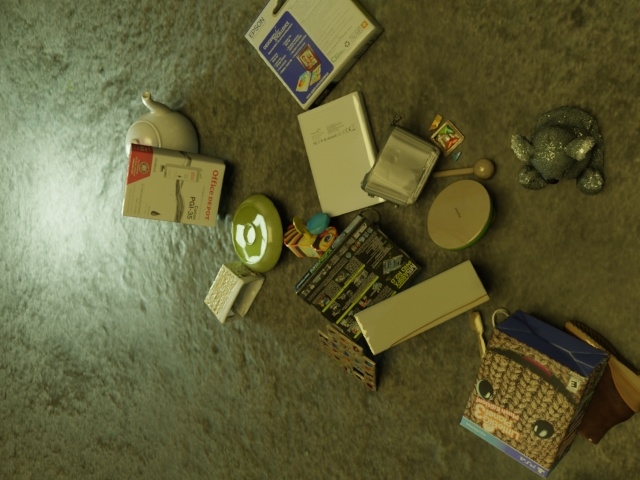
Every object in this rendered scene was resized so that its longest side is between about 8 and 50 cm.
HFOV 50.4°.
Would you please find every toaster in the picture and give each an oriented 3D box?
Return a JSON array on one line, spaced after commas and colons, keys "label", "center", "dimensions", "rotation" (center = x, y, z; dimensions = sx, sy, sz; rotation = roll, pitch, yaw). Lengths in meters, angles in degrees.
[{"label": "toaster", "center": [0.212, -0.195, 1.740], "dimensions": [0.147, 0.129, 0.226], "rotation": [27, 101, 7]}]

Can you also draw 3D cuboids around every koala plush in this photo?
[{"label": "koala plush", "center": [0.522, -0.202, 1.505], "dimensions": [0.196, 0.221, 0.203], "rotation": [8, 100, 31]}]

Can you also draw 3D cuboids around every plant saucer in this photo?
[{"label": "plant saucer", "center": [-0.200, -0.020, 2.036], "dimensions": [0.241, 0.037, 0.240], "rotation": [8, 100, 49]}]

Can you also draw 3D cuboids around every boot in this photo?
[{"label": "boot", "center": [0.619, 0.333, 1.593], "dimensions": [0.248, 0.090, 0.206], "rotation": [44, 114, 15]}]

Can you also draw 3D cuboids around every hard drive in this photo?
[{"label": "hard drive", "center": [0.062, -0.232, 1.888], "dimensions": [0.203, 0.040, 0.307], "rotation": [-16, 88, 32]}]

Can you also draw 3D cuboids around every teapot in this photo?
[{"label": "teapot", "center": [-0.527, -0.296, 2.153], "dimensions": [0.253, 0.187, 0.255], "rotation": [-32, 81, 31]}]

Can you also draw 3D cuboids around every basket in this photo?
[{"label": "basket", "center": [-0.269, 0.155, 2.098], "dimensions": [0.103, 0.113, 0.167], "rotation": [39, 114, 24]}]

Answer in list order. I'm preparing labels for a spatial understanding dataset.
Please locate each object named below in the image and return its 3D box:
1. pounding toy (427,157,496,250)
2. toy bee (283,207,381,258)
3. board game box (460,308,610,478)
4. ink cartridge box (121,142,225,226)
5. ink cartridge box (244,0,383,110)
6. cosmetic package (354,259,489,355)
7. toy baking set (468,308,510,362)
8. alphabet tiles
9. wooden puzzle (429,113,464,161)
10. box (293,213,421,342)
[{"label": "pounding toy", "center": [0.373, -0.072, 1.701], "dimensions": [0.183, 0.110, 0.236], "rotation": [-15, 59, 43]}, {"label": "toy bee", "center": [0.000, 0.000, 1.866], "dimensions": [0.195, 0.162, 0.298], "rotation": [35, 143, -15]}, {"label": "board game box", "center": [0.491, 0.350, 1.579], "dimensions": [0.232, 0.141, 0.290], "rotation": [28, 121, 32]}, {"label": "ink cartridge box", "center": [-0.445, -0.167, 2.060], "dimensions": [0.117, 0.283, 0.207], "rotation": [-131, 51, -66]}, {"label": "ink cartridge box", "center": [-0.027, -0.576, 1.885], "dimensions": [0.303, 0.072, 0.307], "rotation": [-45, 71, 29]}, {"label": "cosmetic package", "center": [0.245, 0.165, 1.685], "dimensions": [0.310, 0.160, 0.113], "rotation": [-27, 83, 2]}, {"label": "toy baking set", "center": [0.484, 0.280, 1.709], "dimensions": [0.256, 0.030, 0.196], "rotation": [18, 103, 28]}, {"label": "alphabet tiles", "center": [0.073, 0.318, 1.879], "dimensions": [0.198, 0.009, 0.237], "rotation": [32, 155, 24]}, {"label": "wooden puzzle", "center": [0.322, -0.262, 1.741], "dimensions": [0.116, 0.014, 0.078], "rotation": [45, 117, 18]}, {"label": "box", "center": [0.097, 0.099, 1.784], "dimensions": [0.216, 0.060, 0.270], "rotation": [40, 93, -15]}]
